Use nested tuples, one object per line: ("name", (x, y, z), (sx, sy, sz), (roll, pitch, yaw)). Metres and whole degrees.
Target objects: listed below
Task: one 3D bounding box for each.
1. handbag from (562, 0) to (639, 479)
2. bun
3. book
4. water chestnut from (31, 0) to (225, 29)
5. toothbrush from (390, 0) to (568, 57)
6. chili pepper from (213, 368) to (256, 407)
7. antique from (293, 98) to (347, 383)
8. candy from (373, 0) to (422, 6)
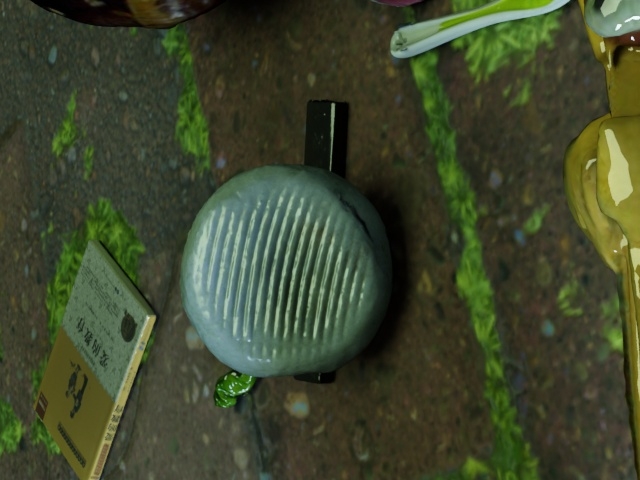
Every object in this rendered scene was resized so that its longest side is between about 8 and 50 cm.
("handbag", (0.223, -0.110, 0.589), (0.283, 0.133, 0.401), (-5, 79, 12))
("bun", (-0.021, 0.019, 1.043), (0.083, 0.141, 0.141), (-60, -24, -86))
("book", (-0.188, 0.101, 1.333), (0.118, 0.012, 0.172), (46, 123, 45))
("water chestnut", (-0.120, -0.289, 1.107), (0.300, 0.300, 0.300), (-5, 84, 52))
("toothbrush", (0.122, -0.143, 0.935), (0.263, 0.026, 0.022), (-12, 72, 51))
("chili pepper", (-0.056, 0.093, 1.158), (0.027, 0.022, 0.083), (33, 117, 12))
("antique", (0.000, 0.000, 1.093), (0.031, 0.015, 0.192), (2, 90, 52))
("candy", (0.049, -0.199, 1.020), (0.103, 0.043, 0.103), (-4, 85, 52))
